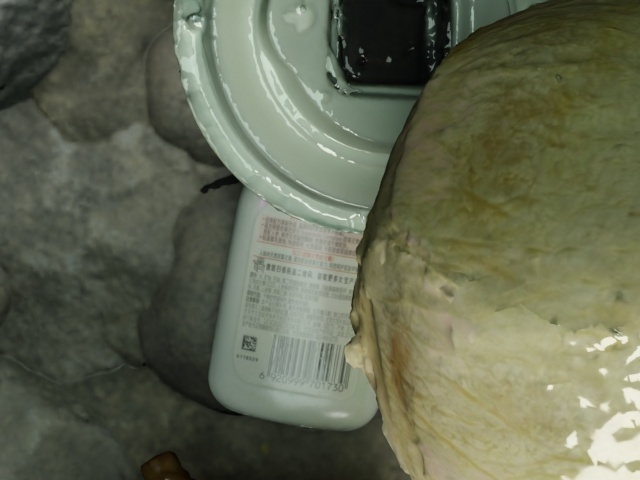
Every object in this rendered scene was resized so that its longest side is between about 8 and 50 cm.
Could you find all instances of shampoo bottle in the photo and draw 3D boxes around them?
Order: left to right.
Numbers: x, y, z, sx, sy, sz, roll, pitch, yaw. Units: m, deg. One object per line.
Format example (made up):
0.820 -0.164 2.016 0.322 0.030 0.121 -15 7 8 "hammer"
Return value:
0.000 0.000 0.782 0.108 0.051 0.221 10 95 2 "shampoo bottle"

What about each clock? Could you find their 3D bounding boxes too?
0.037 -0.119 0.727 0.236 0.053 0.237 -1 93 -17 "clock"

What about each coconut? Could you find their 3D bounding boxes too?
0.153 0.020 0.630 0.254 0.297 0.297 -2 100 39 "coconut"

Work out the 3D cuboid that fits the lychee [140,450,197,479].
-0.047 0.264 0.715 0.275 0.276 0.304 -18 79 6 "lychee"
